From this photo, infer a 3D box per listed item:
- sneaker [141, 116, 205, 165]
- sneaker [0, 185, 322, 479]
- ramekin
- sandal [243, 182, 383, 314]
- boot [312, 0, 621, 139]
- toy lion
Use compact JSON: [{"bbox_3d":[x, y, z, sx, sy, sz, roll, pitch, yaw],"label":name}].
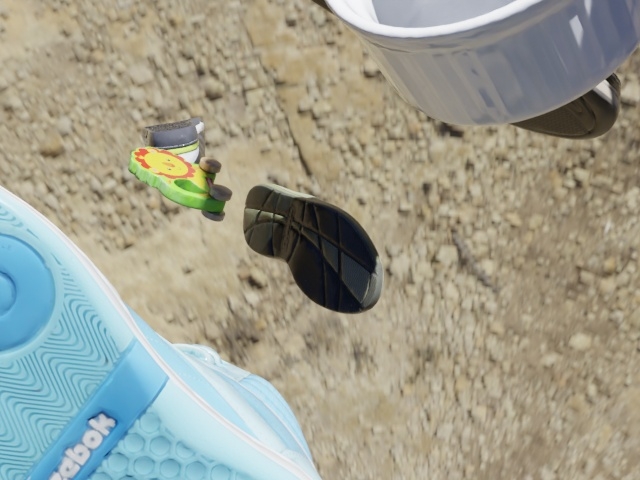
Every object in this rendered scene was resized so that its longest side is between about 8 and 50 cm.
[{"bbox_3d":[-0.193,-0.106,1.939,0.084,0.235,0.097,-10,99,0],"label":"sneaker"},{"bbox_3d":[-0.117,0.073,0.713,0.127,0.208,0.319,-43,103,0],"label":"sneaker"},{"bbox_3d":[0.149,-0.226,1.226,0.277,0.135,0.277,-18,45,18],"label":"ramekin"},{"bbox_3d":[0.000,-0.002,1.880,0.303,0.086,0.120,37,114,53],"label":"sandal"},{"bbox_3d":[0.172,-0.295,1.483,0.377,0.138,0.284,29,61,-2],"label":"boot"},{"bbox_3d":[-0.144,-0.062,1.463,0.096,0.034,0.100,12,25,-22],"label":"toy lion"}]
